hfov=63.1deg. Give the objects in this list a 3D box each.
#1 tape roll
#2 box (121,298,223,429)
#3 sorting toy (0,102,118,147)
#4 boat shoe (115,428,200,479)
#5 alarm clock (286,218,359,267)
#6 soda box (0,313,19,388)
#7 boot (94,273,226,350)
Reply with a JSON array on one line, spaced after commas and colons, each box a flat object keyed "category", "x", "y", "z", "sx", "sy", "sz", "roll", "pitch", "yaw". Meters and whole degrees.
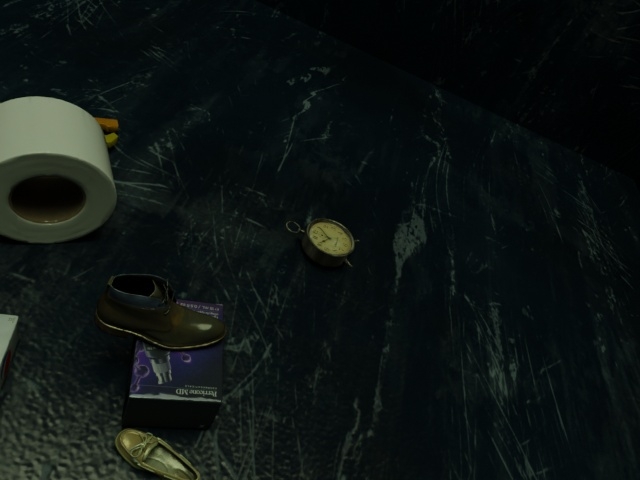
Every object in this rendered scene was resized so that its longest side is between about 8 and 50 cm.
[{"category": "tape roll", "x": -0.541, "y": -0.134, "z": 1.028, "sx": 0.246, "sy": 0.246, "sz": 0.169, "roll": -2, "pitch": 49, "yaw": -30}, {"category": "box", "x": -0.258, "y": 0.216, "z": 0.928, "sx": 0.153, "sy": 0.108, "sz": 0.207, "roll": 9, "pitch": 44, "yaw": -21}, {"category": "sorting toy", "x": -0.644, "y": -0.248, "z": 1.248, "sx": 0.307, "sy": 0.041, "sz": 0.229, "roll": 0, "pitch": 44, "yaw": -28}, {"category": "boat shoe", "x": -0.260, "y": 0.349, "z": 0.837, "sx": 0.153, "sy": 0.048, "sz": 0.056, "roll": 35, "pitch": 41, "yaw": 8}, {"category": "alarm clock", "x": 0.000, "y": 0.000, "z": 1.319, "sx": 0.192, "sy": 0.064, "sz": 0.129, "roll": 27, "pitch": 41, "yaw": -5}, {"category": "soda box", "x": -0.538, "y": 0.218, "z": 0.806, "sx": 0.074, "sy": 0.069, "sz": 0.216, "roll": 11, "pitch": 43, "yaw": -18}, {"category": "boot", "x": -0.256, "y": 0.119, "z": 0.863, "sx": 0.219, "sy": 0.106, "sz": 0.082, "roll": 11, "pitch": 44, "yaw": -18}]
